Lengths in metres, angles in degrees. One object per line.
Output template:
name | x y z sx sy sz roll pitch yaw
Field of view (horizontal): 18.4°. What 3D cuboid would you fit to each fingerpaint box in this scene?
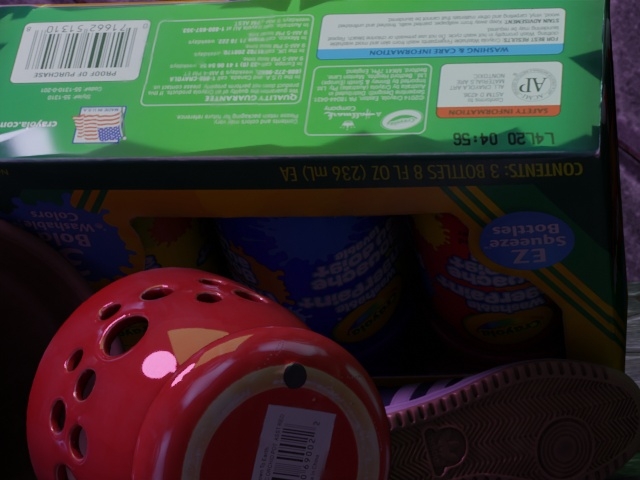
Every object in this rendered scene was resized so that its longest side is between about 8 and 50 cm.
fingerpaint box | 0.000 0.000 1.478 0.445 0.163 0.371 0 -37 11

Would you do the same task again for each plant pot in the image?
plant pot | -0.066 0.122 1.215 0.191 0.191 0.174 -8 12 -25
plant pot | -0.297 0.136 1.384 0.263 0.263 0.229 -10 -14 -42

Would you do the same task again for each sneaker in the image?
sneaker | 0.084 0.139 1.431 0.282 0.099 0.153 -11 6 -18
